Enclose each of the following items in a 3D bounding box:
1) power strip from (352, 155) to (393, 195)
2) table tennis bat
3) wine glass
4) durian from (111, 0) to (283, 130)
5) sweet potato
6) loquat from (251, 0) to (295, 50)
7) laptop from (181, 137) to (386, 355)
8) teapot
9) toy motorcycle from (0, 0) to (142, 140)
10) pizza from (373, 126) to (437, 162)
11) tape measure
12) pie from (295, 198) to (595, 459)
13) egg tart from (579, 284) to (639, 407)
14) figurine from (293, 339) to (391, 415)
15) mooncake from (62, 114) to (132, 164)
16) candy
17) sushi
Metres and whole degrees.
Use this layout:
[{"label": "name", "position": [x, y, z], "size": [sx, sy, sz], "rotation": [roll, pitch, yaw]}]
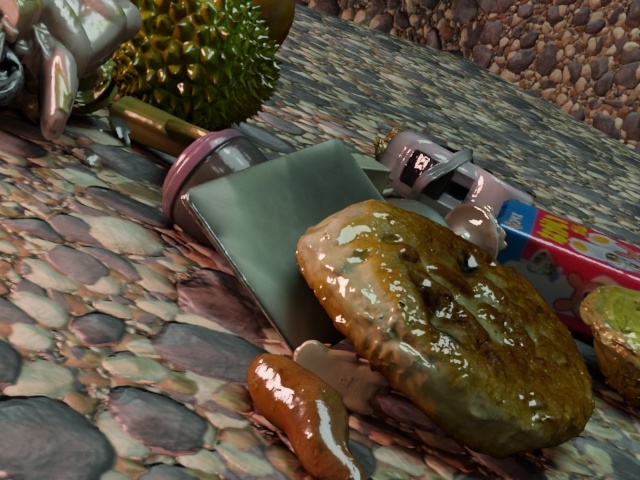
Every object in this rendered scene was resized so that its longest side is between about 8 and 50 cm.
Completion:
[{"label": "power strip", "position": [0.048, -0.068, 1.508], "size": [0.042, 0.075, 0.175], "rotation": [34, 18, 32]}, {"label": "table tennis bat", "position": [-0.130, -0.100, 1.364], "size": [0.321, 0.050, 0.198], "rotation": [26, -6, 32]}, {"label": "wine glass", "position": [0.100, 0.002, 1.300], "size": [0.222, 0.103, 0.103], "rotation": [0, 27, -43]}, {"label": "durian", "position": [-0.184, -0.261, 1.590], "size": [0.291, 0.224, 0.291], "rotation": [35, -17, 12]}, {"label": "sweet potato", "position": [-0.005, 0.133, 0.837], "size": [0.056, 0.056, 0.195], "rotation": [12, 22, -32]}, {"label": "loquat", "position": [-0.171, -0.403, 1.973], "size": [0.263, 0.263, 0.263], "rotation": [21, 16, -6]}, {"label": "laptop", "position": [0.000, 0.000, 1.118], "size": [0.187, 0.015, 0.269], "rotation": [54, 35, 8]}, {"label": "teapot", "position": [-0.081, -0.024, 1.186], "size": [0.146, 0.148, 0.116], "rotation": [40, 57, 15]}, {"label": "toy motorcycle", "position": [-0.304, -0.246, 1.272], "size": [0.223, 0.108, 0.340], "rotation": [18, 45, -21]}, {"label": "pizza", "position": [0.154, -0.151, 1.936], "size": [0.188, 0.062, 0.199], "rotation": [17, 16, -26]}, {"label": "tape measure", "position": [0.176, -0.078, 1.630], "size": [0.197, 0.120, 0.236], "rotation": [26, 7, -14]}, {"label": "pie", "position": [0.120, 0.074, 1.022], "size": [0.315, 0.092, 0.315], "rotation": [33, 20, -14]}, {"label": "egg tart", "position": [0.371, 0.130, 1.261], "size": [0.212, 0.090, 0.212], "rotation": [21, 20, -8]}, {"label": "figurine", "position": [0.018, 0.110, 0.962], "size": [0.083, 0.047, 0.050], "rotation": [32, 2, 8]}, {"label": "mooncake", "position": [-0.380, -0.140, 1.232], "size": [0.347, 0.057, 0.150], "rotation": [-1, 50, -37]}, {"label": "candy", "position": [0.346, 0.058, 1.437], "size": [0.306, 0.100, 0.157], "rotation": [23, 19, 7]}, {"label": "sushi", "position": [-0.370, -0.224, 1.363], "size": [0.291, 0.131, 0.139], "rotation": [24, 13, -32]}]
